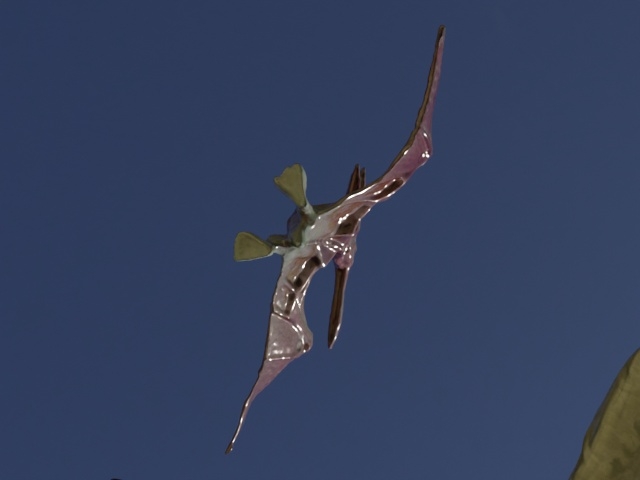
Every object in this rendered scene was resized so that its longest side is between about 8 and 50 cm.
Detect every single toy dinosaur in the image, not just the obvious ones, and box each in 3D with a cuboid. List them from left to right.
[{"bbox_3d":[0.001,0.001,0.814,0.032,0.108,0.220,34,-79,20],"label":"toy dinosaur"}]

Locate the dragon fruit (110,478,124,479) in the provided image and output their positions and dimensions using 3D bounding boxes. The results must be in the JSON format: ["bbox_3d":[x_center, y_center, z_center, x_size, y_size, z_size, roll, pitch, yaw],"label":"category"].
[{"bbox_3d":[-0.096,0.210,0.986,0.122,0.092,0.192,-28,-128,18],"label":"dragon fruit"}]

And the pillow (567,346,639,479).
[{"bbox_3d":[0.111,0.147,0.631,0.050,0.148,0.230,22,-95,51],"label":"pillow"}]
